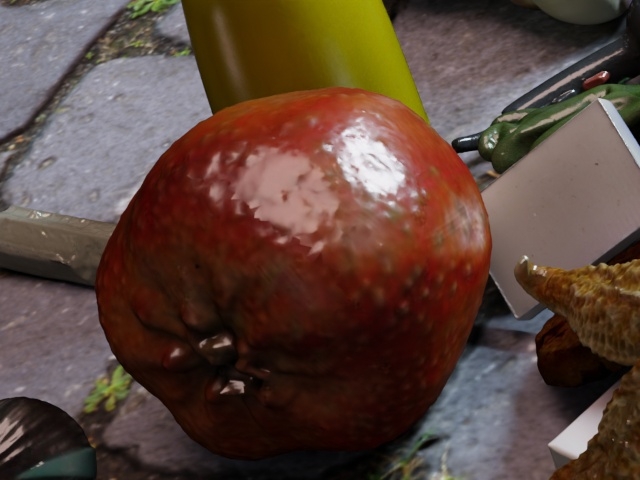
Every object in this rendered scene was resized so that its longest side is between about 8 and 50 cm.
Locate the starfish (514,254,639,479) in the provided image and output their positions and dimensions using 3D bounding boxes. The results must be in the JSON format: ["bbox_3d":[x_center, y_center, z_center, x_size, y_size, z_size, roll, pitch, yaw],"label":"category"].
[{"bbox_3d":[0.251,0.055,1.226,0.375,0.094,0.327,-45,50,11],"label":"starfish"}]

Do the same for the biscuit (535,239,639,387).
[{"bbox_3d":[0.230,0.040,1.414,0.192,0.049,0.192,-39,8,6],"label":"biscuit"}]

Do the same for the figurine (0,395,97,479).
[{"bbox_3d":[-0.269,0.211,1.459,0.245,0.110,0.138,-45,23,-21],"label":"figurine"}]

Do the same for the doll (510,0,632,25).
[{"bbox_3d":[0.185,-0.324,1.869,0.370,0.226,0.215,17,79,54],"label":"doll"}]

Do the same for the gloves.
[{"bbox_3d":[0.251,-0.066,1.542,0.268,0.135,0.107,12,51,26],"label":"gloves"}]

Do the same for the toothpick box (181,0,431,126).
[{"bbox_3d":[-0.017,-0.148,1.666,0.175,0.271,0.175,-14,35,10],"label":"toothpick box"}]

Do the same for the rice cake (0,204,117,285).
[{"bbox_3d":[-0.193,0.012,1.737,0.256,0.052,0.057,10,74,37],"label":"rice cake"}]

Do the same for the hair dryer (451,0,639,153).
[{"bbox_3d":[0.231,-0.121,1.674,0.271,0.091,0.235,-32,17,10],"label":"hair dryer"}]

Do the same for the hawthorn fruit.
[{"bbox_3d":[0.000,0.000,1.473,0.287,0.287,0.330,2,34,30],"label":"hawthorn fruit"}]

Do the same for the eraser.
[{"bbox_3d":[0.181,-0.023,1.495,0.150,0.023,0.104,-39,66,27],"label":"eraser"}]

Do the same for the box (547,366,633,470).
[{"bbox_3d":[0.336,0.147,1.258,0.200,0.065,0.343,-39,38,-24],"label":"box"}]

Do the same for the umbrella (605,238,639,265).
[{"bbox_3d":[0.219,0.012,1.531,0.144,0.040,0.037,-11,26,13],"label":"umbrella"}]
